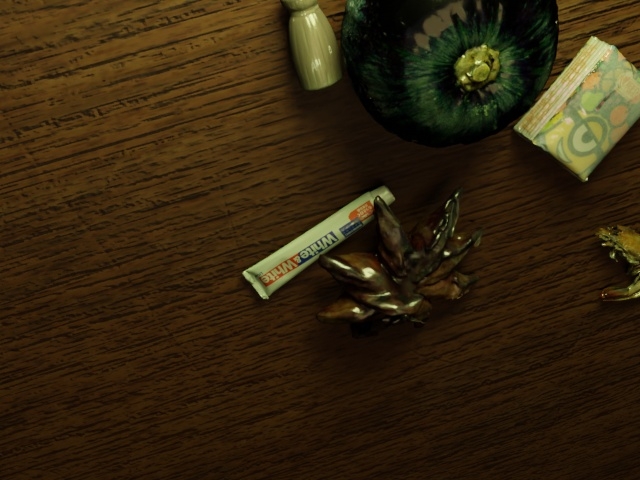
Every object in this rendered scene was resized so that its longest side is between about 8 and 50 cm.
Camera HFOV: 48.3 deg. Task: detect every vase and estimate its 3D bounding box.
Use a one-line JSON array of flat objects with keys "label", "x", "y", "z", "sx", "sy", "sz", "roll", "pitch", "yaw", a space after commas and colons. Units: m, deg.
[{"label": "vase", "x": -0.010, "y": -0.218, "z": 0.769, "sx": 0.053, "sy": 0.053, "sz": 0.101, "roll": -19, "pitch": 120, "yaw": -4}]

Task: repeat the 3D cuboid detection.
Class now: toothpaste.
[{"label": "toothpaste", "x": 0.000, "y": 0.000, "z": 0.919, "sx": 0.218, "sy": 0.033, "sz": 0.052, "roll": -35, "pitch": 116, "yaw": 9}]

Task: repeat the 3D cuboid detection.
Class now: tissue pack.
[{"label": "tissue pack", "x": 0.336, "y": -0.163, "z": 0.898, "sx": 0.108, "sy": 0.060, "sz": 0.148, "roll": 28, "pitch": 110, "yaw": -30}]

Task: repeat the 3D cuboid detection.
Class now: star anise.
[{"label": "star anise", "x": 0.117, "y": 0.054, "z": 0.933, "sx": 0.272, "sy": 0.102, "sz": 0.272, "roll": -13, "pitch": 133, "yaw": -14}]

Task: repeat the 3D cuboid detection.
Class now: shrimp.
[{"label": "shrimp", "x": 0.450, "y": 0.038, "z": 1.073, "sx": 0.178, "sy": 0.034, "sz": 0.124, "roll": 15, "pitch": 121, "yaw": -29}]

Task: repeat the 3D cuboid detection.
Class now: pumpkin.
[{"label": "pumpkin", "x": 0.137, "y": -0.211, "z": 0.750, "sx": 0.233, "sy": 0.163, "sz": 0.233, "roll": -7, "pitch": 124, "yaw": -11}]
